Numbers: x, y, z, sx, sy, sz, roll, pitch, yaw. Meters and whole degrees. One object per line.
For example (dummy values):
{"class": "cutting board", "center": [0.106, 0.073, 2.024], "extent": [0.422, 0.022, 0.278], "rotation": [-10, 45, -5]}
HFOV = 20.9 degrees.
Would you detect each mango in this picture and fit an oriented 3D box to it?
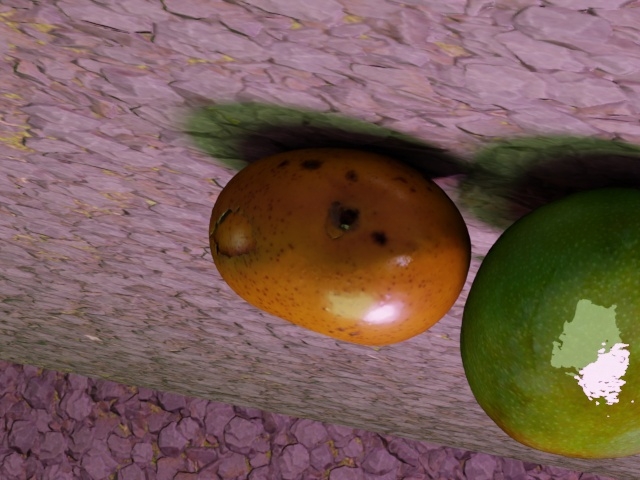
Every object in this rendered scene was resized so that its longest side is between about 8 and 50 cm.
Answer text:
{"class": "mango", "center": [0.000, 0.000, 1.487], "extent": [0.191, 0.160, 0.290], "rotation": [11, 180, -25]}
{"class": "mango", "center": [0.234, 0.067, 1.444], "extent": [0.225, 0.201, 0.382], "rotation": [15, 156, 5]}
